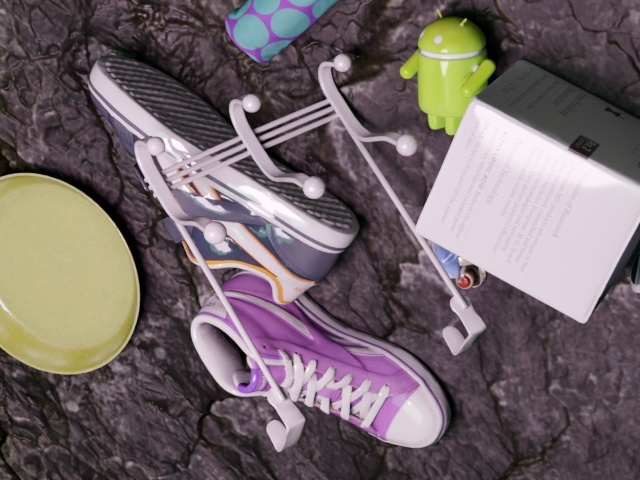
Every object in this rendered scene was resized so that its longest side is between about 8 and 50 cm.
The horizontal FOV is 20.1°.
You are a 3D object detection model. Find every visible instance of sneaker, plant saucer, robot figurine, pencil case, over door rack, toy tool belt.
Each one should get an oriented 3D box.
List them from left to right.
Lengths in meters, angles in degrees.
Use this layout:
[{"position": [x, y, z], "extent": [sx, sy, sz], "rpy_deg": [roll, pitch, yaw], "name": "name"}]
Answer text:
[{"position": [-0.300, 0.033, 2.031], "extent": [0.241, 0.037, 0.241], "rpy_deg": [9, 113, 23], "name": "plant saucer"}, {"position": [-0.124, -0.056, 1.858], "extent": [0.321, 0.126, 0.127], "rpy_deg": [37, 116, 6], "name": "sneaker"}, {"position": [-0.026, -0.241, 1.772], "extent": [0.152, 0.064, 0.070], "rpy_deg": [-40, 52, 33], "name": "pencil case"}, {"position": [-0.009, 0.148, 1.868], "extent": [0.282, 0.161, 0.102], "rpy_deg": [31, 119, 10], "name": "sneaker"}, {"position": [0.000, 0.000, 1.730], "extent": [0.324, 0.239, 0.108], "rpy_deg": [63, 156, 4], "name": "over door rack"}, {"position": [0.126, -0.161, 1.730], "extent": [0.101, 0.067, 0.115], "rpy_deg": [26, 125, 49], "name": "robot figurine"}, {"position": [0.133, 0.016, 1.808], "extent": [0.052, 0.051, 0.083], "rpy_deg": [-2, 110, 26], "name": "toy tool belt"}]

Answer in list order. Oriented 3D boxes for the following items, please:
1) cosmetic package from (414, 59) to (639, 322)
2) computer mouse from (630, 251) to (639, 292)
[{"position": [0.216, -0.049, 1.684], "extent": [0.184, 0.151, 0.151], "rpy_deg": [28, 119, 12], "name": "cosmetic package"}, {"position": [0.367, 0.000, 1.679], "extent": [0.042, 0.106, 0.193], "rpy_deg": [35, 137, -19], "name": "computer mouse"}]
